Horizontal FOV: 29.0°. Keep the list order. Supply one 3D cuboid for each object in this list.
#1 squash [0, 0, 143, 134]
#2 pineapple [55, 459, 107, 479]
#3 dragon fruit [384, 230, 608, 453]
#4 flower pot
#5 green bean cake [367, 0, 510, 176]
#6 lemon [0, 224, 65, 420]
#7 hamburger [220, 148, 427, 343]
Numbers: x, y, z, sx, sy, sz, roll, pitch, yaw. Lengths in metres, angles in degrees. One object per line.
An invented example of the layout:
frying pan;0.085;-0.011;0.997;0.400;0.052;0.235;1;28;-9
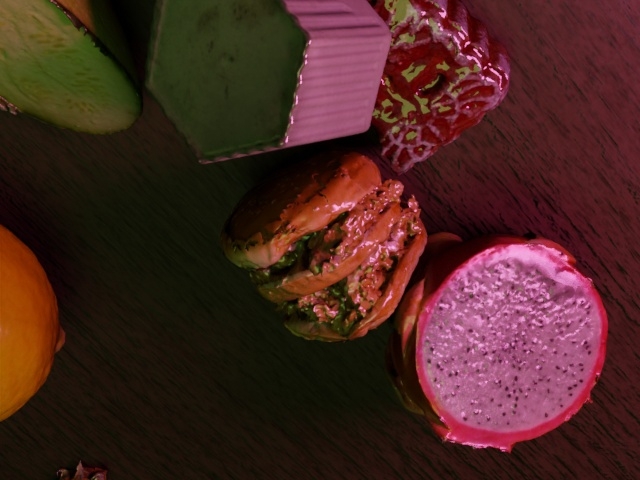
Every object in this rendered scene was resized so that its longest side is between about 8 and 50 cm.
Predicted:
squash;-0.350;-0.231;1.501;0.233;0.210;0.309;-5;121;25
pineapple;-0.397;0.433;2.063;0.137;0.069;0.116;-31;115;24
dragon fruit;0.215;0.120;1.675;0.305;0.226;0.305;-2;100;-13
flower pot;-0.060;-0.205;1.399;0.209;0.189;0.239;-44;78;31
green bean cake;0.104;-0.218;1.517;0.198;0.097;0.233;-32;116;26
lemon;-0.521;0.113;1.701;0.364;0.364;0.364;3;126;5
hamburger;0.011;0.002;1.593;0.245;0.260;0.211;-36;111;9
